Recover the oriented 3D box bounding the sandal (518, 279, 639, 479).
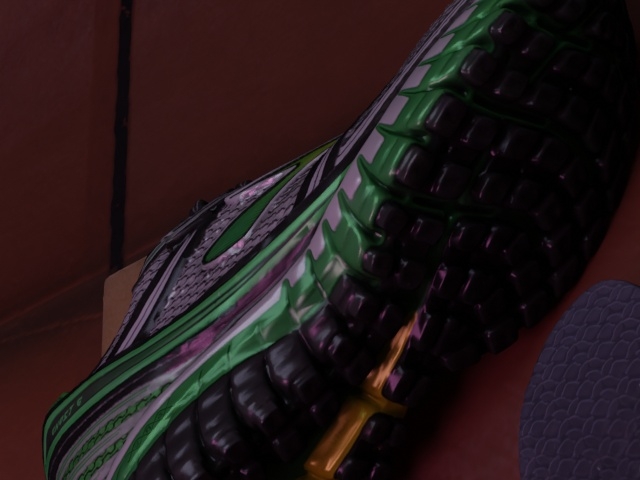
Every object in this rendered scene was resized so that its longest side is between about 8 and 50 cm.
[{"bbox_3d":[0.150,0.123,0.547,0.097,0.054,0.254,-46,51,22],"label":"sandal"}]

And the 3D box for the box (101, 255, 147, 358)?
[{"bbox_3d":[-0.046,0.075,0.777,0.164,0.021,0.201,-26,49,29],"label":"box"}]

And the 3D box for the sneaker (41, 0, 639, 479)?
[{"bbox_3d":[0.000,0.000,0.674,0.343,0.134,0.146,-48,47,-2],"label":"sneaker"}]
